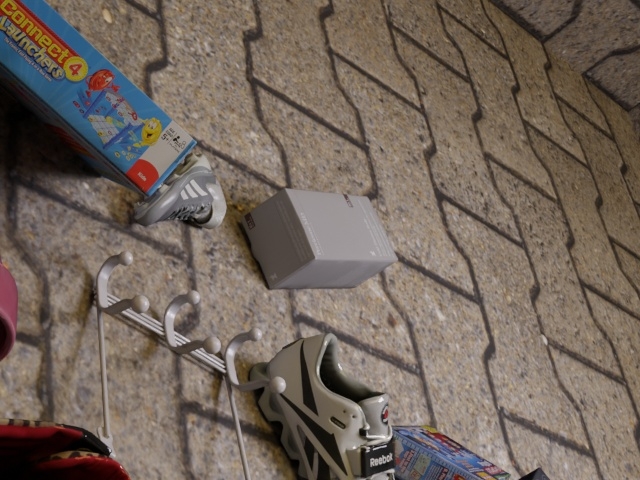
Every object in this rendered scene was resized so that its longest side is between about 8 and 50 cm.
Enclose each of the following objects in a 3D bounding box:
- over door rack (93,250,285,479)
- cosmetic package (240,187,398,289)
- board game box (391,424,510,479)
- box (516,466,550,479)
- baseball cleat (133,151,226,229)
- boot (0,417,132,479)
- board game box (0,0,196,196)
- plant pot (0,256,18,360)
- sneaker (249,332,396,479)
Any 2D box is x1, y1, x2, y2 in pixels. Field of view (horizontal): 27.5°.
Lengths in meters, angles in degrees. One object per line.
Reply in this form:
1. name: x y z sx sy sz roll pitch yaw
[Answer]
1. over door rack: -0.157 0.178 1.539 0.239 0.108 0.324 34 34 -31
2. cosmetic package: 0.000 0.000 1.985 0.238 0.107 0.127 2 59 -60
3. board game box: 0.190 0.334 1.846 0.194 0.060 0.194 30 5 25
4. box: 0.273 0.467 1.826 0.165 0.143 0.270 52 28 0
5. baseball cleat: -0.182 -0.051 1.799 0.109 0.072 0.206 54 31 -12
6. boot: -0.254 0.277 1.088 0.377 0.284 0.138 27 38 -40
7. board game box: -0.317 -0.193 1.562 0.302 0.086 0.308 43 -8 -19
8. plant pot: -0.391 0.014 1.251 0.201 0.201 0.180 26 45 -41
9. sneaker: 0.045 0.273 1.704 0.331 0.146 0.122 58 27 6
